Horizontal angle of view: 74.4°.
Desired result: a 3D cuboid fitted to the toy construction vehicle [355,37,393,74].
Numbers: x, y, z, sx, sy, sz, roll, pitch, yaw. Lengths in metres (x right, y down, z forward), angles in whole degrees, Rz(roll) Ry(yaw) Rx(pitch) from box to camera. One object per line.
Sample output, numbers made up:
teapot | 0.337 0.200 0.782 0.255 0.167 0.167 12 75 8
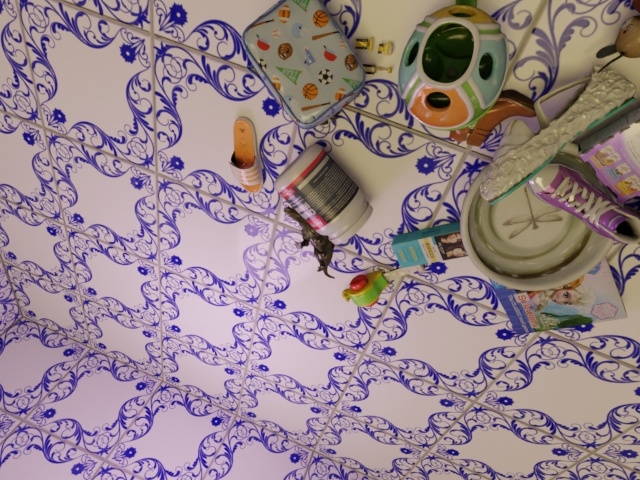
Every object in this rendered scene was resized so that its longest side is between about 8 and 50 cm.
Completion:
toy construction vehicle | 0.139 -0.478 1.095 0.098 0.035 0.086 8 116 14

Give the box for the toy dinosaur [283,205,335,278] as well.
toy dinosaur | 0.000 0.000 1.441 0.120 0.160 0.314 -21 122 35

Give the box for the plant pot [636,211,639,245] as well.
plant pot | 0.907 -0.072 0.962 0.256 0.256 0.274 25 114 4

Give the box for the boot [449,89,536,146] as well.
boot | 0.437 -0.305 1.076 0.197 0.073 0.153 23 132 15

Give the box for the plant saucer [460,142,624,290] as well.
plant saucer | 0.571 -0.067 1.129 0.399 0.100 0.401 2 107 5

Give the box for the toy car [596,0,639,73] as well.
toy car | 0.642 -0.433 0.852 0.148 0.155 0.188 36 143 -6

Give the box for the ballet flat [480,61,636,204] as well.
ballet flat | 0.510 -0.250 0.970 0.408 0.147 0.147 -37 109 3

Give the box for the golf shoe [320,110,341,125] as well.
golf shoe | -0.034 -0.407 1.188 0.198 0.077 0.093 50 136 -9

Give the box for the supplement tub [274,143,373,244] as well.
supplement tub | 0.010 -0.139 1.293 0.272 0.191 0.191 45 129 -13

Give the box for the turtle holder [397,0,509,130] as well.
turtle holder | 0.306 -0.406 0.922 0.243 0.227 0.320 42 108 12

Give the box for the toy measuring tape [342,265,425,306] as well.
toy measuring tape | 0.208 0.163 1.488 0.329 0.121 0.121 -22 114 33

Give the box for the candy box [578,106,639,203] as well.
candy box | 0.720 -0.202 0.939 0.165 0.070 0.196 45 134 -9

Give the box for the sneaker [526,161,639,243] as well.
sneaker | 0.625 -0.090 0.981 0.281 0.161 0.102 30 109 -2

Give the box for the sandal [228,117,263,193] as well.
sandal | -0.258 -0.264 1.385 0.101 0.076 0.266 9 128 17

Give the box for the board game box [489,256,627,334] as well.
board game box | 0.708 0.134 1.289 0.317 0.066 0.319 -21 115 33

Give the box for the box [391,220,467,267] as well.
box | 0.360 0.015 1.348 0.244 0.060 0.101 -14 119 30

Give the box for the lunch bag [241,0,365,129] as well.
lunch bag | -0.047 -0.451 1.068 0.243 0.115 0.304 -35 96 8
